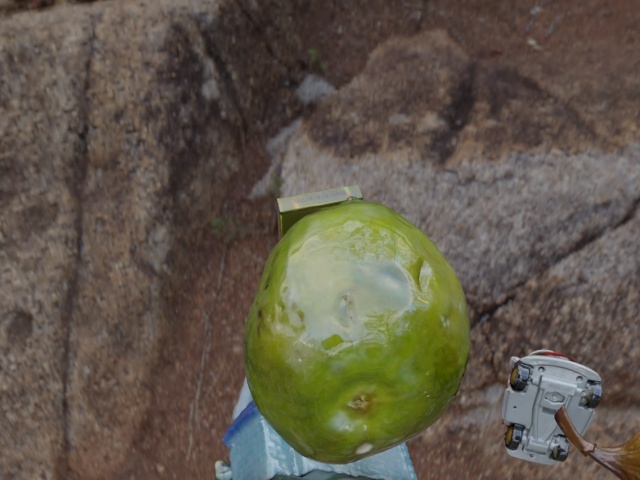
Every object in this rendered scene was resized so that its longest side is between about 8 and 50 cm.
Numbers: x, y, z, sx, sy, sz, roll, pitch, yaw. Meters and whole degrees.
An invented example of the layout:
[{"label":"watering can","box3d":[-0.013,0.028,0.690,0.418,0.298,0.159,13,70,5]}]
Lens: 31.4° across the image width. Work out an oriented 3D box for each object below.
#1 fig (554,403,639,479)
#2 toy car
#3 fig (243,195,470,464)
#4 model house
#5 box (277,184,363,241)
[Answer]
[{"label":"fig","box3d":[0.329,0.223,1.113,0.201,0.134,0.146,3,27,7]},{"label":"toy car","box3d":[0.271,0.193,1.396,0.112,0.139,0.112,14,16,-3]},{"label":"fig","box3d":[0.016,0.057,1.140,0.233,0.233,0.314,-17,56,-12]},{"label":"model house","box3d":[-0.023,0.286,1.783,0.295,0.252,0.329,16,48,-30]},{"label":"box","box3d":[0.000,0.000,1.676,0.121,0.193,0.030,-11,53,-8]}]
